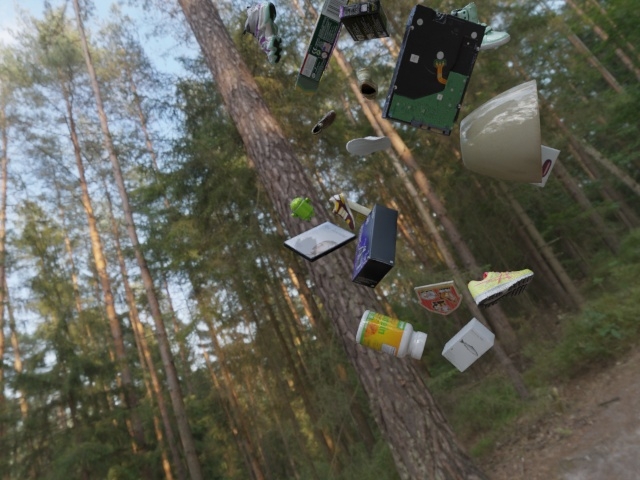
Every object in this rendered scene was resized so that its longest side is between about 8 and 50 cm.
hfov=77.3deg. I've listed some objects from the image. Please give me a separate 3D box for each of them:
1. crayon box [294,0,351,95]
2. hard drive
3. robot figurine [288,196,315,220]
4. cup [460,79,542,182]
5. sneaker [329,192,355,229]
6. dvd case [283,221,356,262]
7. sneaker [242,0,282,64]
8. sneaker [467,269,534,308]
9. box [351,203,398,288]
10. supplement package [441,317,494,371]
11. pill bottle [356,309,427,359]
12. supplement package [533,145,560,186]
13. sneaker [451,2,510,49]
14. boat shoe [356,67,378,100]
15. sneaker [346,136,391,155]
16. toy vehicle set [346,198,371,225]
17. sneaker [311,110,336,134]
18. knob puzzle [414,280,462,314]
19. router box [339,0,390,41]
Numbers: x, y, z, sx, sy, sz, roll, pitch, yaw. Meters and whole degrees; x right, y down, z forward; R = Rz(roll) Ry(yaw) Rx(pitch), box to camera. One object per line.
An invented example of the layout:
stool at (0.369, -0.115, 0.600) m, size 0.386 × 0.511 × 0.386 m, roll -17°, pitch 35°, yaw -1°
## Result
crayon box at (-0.001, -0.846, 1.749) m, size 0.313 × 0.106 × 0.362 m, roll -127°, pitch 58°, yaw -77°
hard drive at (0.352, -0.526, 1.264) m, size 0.237 × 0.338 × 0.064 m, roll 12°, pitch 13°, yaw -8°
robot figurine at (-0.075, -0.132, 1.671) m, size 0.101 × 0.115 × 0.067 m, roll -49°, pitch 12°, yaw 9°
cup at (0.612, -0.346, 1.363) m, size 0.237 × 0.330 × 0.331 m, roll -5°, pitch -6°, yaw 28°
sneaker at (0.104, -0.128, 1.894) m, size 0.084 × 0.185 × 0.069 m, roll -21°, pitch 5°, yaw 0°
dvd case at (0.000, 0.000, 1.654) m, size 0.253 × 0.180 × 0.022 m, roll -27°, pitch -52°, yaw -34°
sneaker at (-0.107, -0.359, 0.700) m, size 0.069 × 0.098 × 0.038 m, roll 5°, pitch 24°, yaw 23°
sneaker at (0.536, 0.121, 1.192) m, size 0.209 × 0.094 × 0.081 m, roll -18°, pitch -46°, yaw -12°
box at (0.208, 0.021, 1.524) m, size 0.103 × 0.261 × 0.184 m, roll 19°, pitch -37°, yaw -10°
supplement package at (0.593, 0.418, 1.605) m, size 0.179 × 0.105 × 0.105 m, roll -54°, pitch -15°, yaw 25°
pill bottle at (0.273, 0.366, 1.529) m, size 0.246 × 0.136 × 0.136 m, roll 16°, pitch -10°, yaw 16°
supplement package at (0.778, -0.324, 1.597) m, size 0.204 × 0.262 × 0.145 m, roll -19°, pitch -51°, yaw -65°
sneaker at (0.620, -0.847, 1.574) m, size 0.094 × 0.256 × 0.151 m, roll -41°, pitch -43°, yaw -27°
boat shoe at (0.260, -0.845, 2.224) m, size 0.105 × 0.089 × 0.285 m, roll -7°, pitch -9°, yaw 20°
sneaker at (0.274, -0.591, 2.504) m, size 0.293 × 0.108 × 0.169 m, roll -10°, pitch 15°, yaw -18°
toy vehicle set at (0.221, -0.118, 2.021) m, size 0.035 × 0.267 × 0.166 m, roll -63°, pitch -5°, yaw -15°
sneaker at (0.021, -0.702, 2.409) m, size 0.188 × 0.066 × 0.071 m, roll -41°, pitch 7°, yaw 30°
knob puzzle at (0.521, 0.265, 1.742) m, size 0.213 × 0.213 × 0.030 m, roll -41°, pitch 20°, yaw 38°
router box at (0.154, -0.740, 1.355) m, size 0.133 × 0.046 × 0.179 m, roll 2°, pitch 3°, yaw 20°
